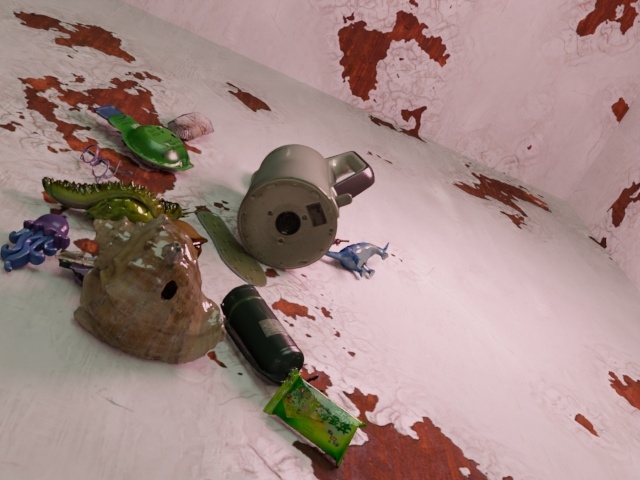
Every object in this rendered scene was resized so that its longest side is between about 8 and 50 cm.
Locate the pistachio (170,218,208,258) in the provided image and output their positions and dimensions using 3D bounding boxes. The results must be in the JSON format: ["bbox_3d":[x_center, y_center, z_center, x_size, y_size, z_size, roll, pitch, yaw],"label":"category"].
[{"bbox_3d":[-0.333,0.018,1.655,0.165,0.130,0.210,-10,-6,14],"label":"pistachio"}]

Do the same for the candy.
[{"bbox_3d":[-0.009,0.332,1.428,0.178,0.032,0.102,34,65,14],"label":"candy"}]

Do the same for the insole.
[{"bbox_3d":[-0.227,0.017,1.923,0.109,0.007,0.322,7,32,-41],"label":"insole"}]

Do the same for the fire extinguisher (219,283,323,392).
[{"bbox_3d":[-0.104,0.216,1.550,0.118,0.093,0.294,-8,41,-34],"label":"fire extinguisher"}]

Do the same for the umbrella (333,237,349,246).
[{"bbox_3d":[0.000,0.000,2.107,0.165,0.025,0.027,5,45,16],"label":"umbrella"}]

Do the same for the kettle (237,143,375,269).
[{"bbox_3d":[-0.030,-0.130,2.044,0.376,0.361,0.250,-87,154,-68],"label":"kettle"}]

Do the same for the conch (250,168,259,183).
[{"bbox_3d":[-0.145,-0.186,2.316,0.135,0.102,0.153,-2,35,-24],"label":"conch"}]

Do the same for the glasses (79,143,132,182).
[{"bbox_3d":[-0.551,-0.187,1.965,0.140,0.062,0.104,45,7,34],"label":"glasses"}]

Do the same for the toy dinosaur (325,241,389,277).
[{"bbox_3d":[0.108,0.049,2.135,0.329,0.076,0.144,-5,31,-34],"label":"toy dinosaur"}]

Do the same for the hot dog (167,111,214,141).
[{"bbox_3d":[-0.416,-0.365,2.432,0.108,0.059,0.191,34,25,8],"label":"hot dog"}]

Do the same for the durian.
[{"bbox_3d":[-0.449,-0.083,1.742,0.375,0.132,0.106,12,15,-21],"label":"durian"}]

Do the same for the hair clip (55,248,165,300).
[{"bbox_3d":[-0.394,0.073,1.549,0.292,0.084,0.106,13,32,-20],"label":"hair clip"}]

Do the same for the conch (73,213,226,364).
[{"bbox_3d":[-0.323,0.088,1.420,0.324,0.186,0.263,39,70,12],"label":"conch"}]

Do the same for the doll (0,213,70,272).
[{"bbox_3d":[-0.570,0.001,1.515,0.110,0.067,0.206,23,36,7],"label":"doll"}]

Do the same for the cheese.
[{"bbox_3d":[-0.500,-0.291,2.158,0.320,0.083,0.204,34,26,9],"label":"cheese"}]
